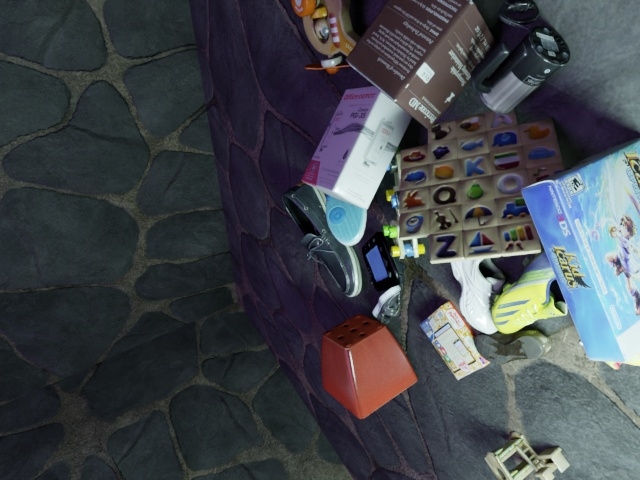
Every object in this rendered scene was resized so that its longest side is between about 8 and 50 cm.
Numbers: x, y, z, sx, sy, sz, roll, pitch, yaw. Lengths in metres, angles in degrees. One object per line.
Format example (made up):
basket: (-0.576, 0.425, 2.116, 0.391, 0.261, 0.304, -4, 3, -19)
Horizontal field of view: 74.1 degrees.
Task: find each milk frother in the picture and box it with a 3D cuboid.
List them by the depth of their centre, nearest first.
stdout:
milk frother: (0.348, -0.335, 0.768, 0.135, 0.129, 0.143, 132, 156, -62)

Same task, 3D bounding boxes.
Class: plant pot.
plant pot: (0.147, 0.426, 1.545, 0.267, 0.267, 0.236, 12, 123, 61)

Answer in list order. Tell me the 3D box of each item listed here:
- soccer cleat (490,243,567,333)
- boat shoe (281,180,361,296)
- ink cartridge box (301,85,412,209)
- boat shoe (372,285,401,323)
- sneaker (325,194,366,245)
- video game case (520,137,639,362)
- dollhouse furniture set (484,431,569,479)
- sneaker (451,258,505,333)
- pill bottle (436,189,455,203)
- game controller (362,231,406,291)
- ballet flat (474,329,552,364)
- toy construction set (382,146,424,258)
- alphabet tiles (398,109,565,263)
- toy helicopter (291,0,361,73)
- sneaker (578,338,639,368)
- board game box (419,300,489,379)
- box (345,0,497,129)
soccer cleat: (0.454, 0.130, 0.899, 0.289, 0.093, 0.121, 100, 154, -45)
boat shoe: (0.000, 0.000, 1.643, 0.501, 0.155, 0.187, 64, 153, 6)
ink cartridge box: (0.092, -0.245, 1.100, 0.283, 0.117, 0.207, -64, 29, 3)
boat shoe: (0.237, 0.227, 1.445, 0.076, 0.080, 0.229, 50, 152, 20)
sneaker: (0.099, -0.107, 1.300, 0.208, 0.127, 0.319, 42, -143, -58)
video game case: (0.450, 0.004, 0.640, 0.061, 0.244, 0.270, -21, 92, 64)
dollhouse furniture set: (0.497, 0.578, 1.081, 0.101, 0.181, 0.161, 58, 154, 20)
sneaker: (0.398, 0.122, 1.028, 0.115, 0.090, 0.232, -10, 102, 61)
pill bottle: (0.321, -0.076, 0.870, 0.117, 0.208, 0.118, 46, 148, 40)
game controller: (0.190, 0.072, 1.343, 0.167, 0.067, 0.319, 62, 170, 8)
ballet flat: (0.469, 0.254, 1.041, 0.084, 0.058, 0.250, 67, 160, 10)
toy construction set: (0.212, -0.121, 1.152, 0.215, 0.151, 0.328, 73, 175, -76)
alphabet tiles: (0.286, -0.113, 0.781, 0.011, 0.284, 0.343, 53, -143, -47)
toy helicopter: (0.056, -0.524, 1.133, 0.355, 0.140, 0.235, 51, 152, 27)
sneaker: (0.570, 0.174, 0.751, 0.094, 0.081, 0.208, 52, 158, 16)
board game box: (0.388, 0.293, 1.232, 0.194, 0.045, 0.147, 58, 153, 21)
box: (0.198, -0.369, 0.837, 0.203, 0.168, 0.167, -51, 58, 20)
